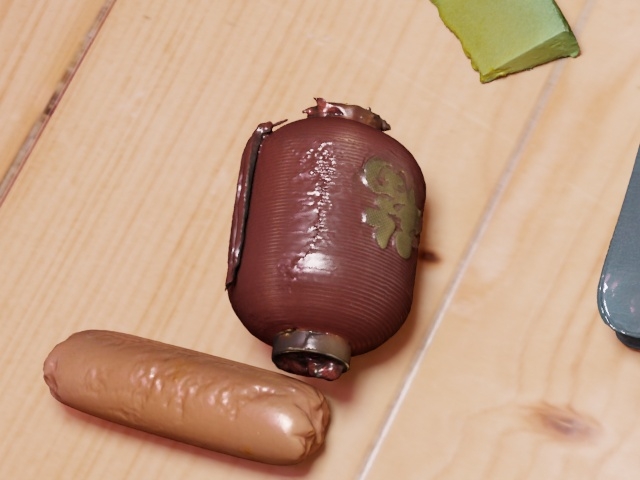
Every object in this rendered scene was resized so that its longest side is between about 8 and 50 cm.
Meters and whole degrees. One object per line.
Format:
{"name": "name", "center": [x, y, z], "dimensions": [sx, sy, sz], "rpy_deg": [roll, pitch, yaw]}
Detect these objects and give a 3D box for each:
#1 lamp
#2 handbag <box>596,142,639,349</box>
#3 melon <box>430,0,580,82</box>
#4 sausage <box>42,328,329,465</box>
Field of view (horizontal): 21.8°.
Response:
{"name": "lamp", "center": [0.000, 0.000, 1.472], "dimensions": [0.180, 0.180, 0.258], "rpy_deg": [-1, 64, 23]}
{"name": "handbag", "center": [0.340, -0.010, 1.393], "dimensions": [0.179, 0.062, 0.229], "rpy_deg": [9, 71, 31]}
{"name": "melon", "center": [0.149, -0.240, 1.610], "dimensions": [0.114, 0.053, 0.262], "rpy_deg": [-52, 53, 16]}
{"name": "sausage", "center": [-0.125, 0.140, 1.514], "dimensions": [0.289, 0.086, 0.086], "rpy_deg": [10, 71, 27]}
